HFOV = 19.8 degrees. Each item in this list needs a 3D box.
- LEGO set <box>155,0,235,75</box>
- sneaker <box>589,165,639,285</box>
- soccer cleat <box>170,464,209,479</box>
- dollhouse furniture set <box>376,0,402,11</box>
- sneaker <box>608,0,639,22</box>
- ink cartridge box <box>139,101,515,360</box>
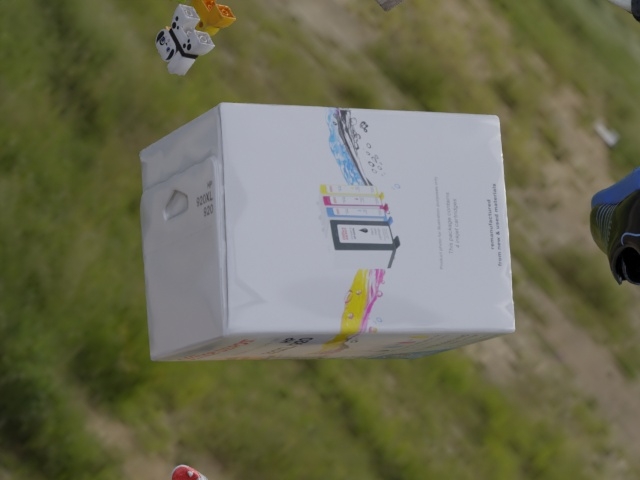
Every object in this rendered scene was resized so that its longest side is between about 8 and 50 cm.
[{"bbox_3d":[-0.161,-0.242,1.892,0.087,0.093,0.227,7,43,-44],"label":"LEGO set"},{"bbox_3d":[0.274,0.002,1.589,0.081,0.090,0.232,11,-11,2],"label":"sneaker"},{"bbox_3d":[-0.120,0.234,1.748,0.083,0.029,0.035,46,1,-44],"label":"soccer cleat"},{"bbox_3d":[0.139,-0.449,1.719,0.256,0.394,0.362,50,13,-24],"label":"dollhouse furniture set"},{"bbox_3d":[0.218,-0.124,0.877,0.126,0.127,0.321,25,27,-46],"label":"sneaker"},{"bbox_3d":[0.000,0.000,1.375,0.232,0.171,0.168,1,80,-25],"label":"ink cartridge box"}]
